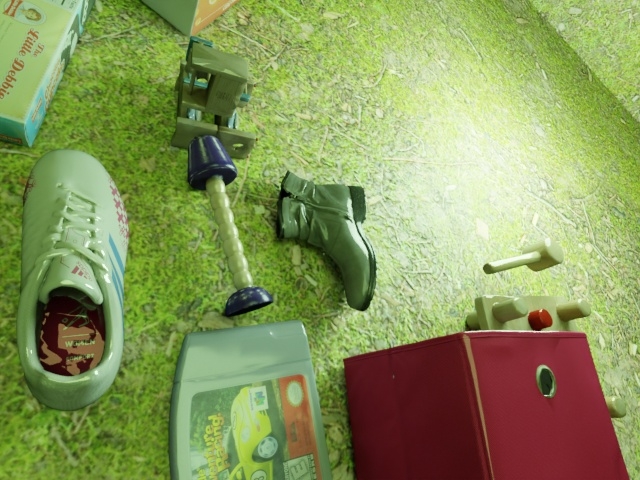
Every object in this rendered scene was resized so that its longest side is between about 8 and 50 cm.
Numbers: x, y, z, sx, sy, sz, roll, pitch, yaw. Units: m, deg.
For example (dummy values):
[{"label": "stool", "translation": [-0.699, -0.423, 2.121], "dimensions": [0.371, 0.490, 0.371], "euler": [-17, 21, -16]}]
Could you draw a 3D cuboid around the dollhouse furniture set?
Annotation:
[{"label": "dollhouse furniture set", "translation": [-0.150, -0.238, 0.627], "dimensions": [0.128, 0.183, 0.130], "euler": [7, 65, -26]}]

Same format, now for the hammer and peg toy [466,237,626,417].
[{"label": "hammer and peg toy", "translation": [0.406, 0.179, 0.779], "dimensions": [0.265, 0.127, 0.362], "euler": [4, 66, -26]}]

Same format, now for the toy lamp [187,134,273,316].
[{"label": "toy lamp", "translation": [-0.142, -0.028, 0.603], "dimensions": [0.080, 0.080, 0.275], "euler": [-10, 76, -32]}]

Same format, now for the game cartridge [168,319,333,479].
[{"label": "game cartridge", "translation": [-0.089, 0.258, 0.515], "dimensions": [0.195, 0.060, 0.295], "euler": [-3, 69, -26]}]

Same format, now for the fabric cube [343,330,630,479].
[{"label": "fabric cube", "translation": [0.209, 0.273, 0.545], "dimensions": [0.253, 0.259, 0.259], "euler": [8, 65, -27]}]

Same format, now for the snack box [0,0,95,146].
[{"label": "snack box", "translation": [-0.459, -0.300, 0.560], "dimensions": [0.186, 0.060, 0.322], "euler": [14, 62, -22]}]

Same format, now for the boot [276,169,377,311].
[{"label": "boot", "translation": [0.000, 0.000, 0.677], "dimensions": [0.161, 0.083, 0.247], "euler": [6, 60, -19]}]

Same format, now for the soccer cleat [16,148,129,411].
[{"label": "soccer cleat", "translation": [-0.278, 0.018, 0.463], "dimensions": [0.115, 0.143, 0.332], "euler": [-3, 69, -30]}]

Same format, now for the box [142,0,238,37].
[{"label": "box", "translation": [-0.190, -0.561, 0.654], "dimensions": [0.168, 0.345, 0.215], "euler": [36, 56, -11]}]
